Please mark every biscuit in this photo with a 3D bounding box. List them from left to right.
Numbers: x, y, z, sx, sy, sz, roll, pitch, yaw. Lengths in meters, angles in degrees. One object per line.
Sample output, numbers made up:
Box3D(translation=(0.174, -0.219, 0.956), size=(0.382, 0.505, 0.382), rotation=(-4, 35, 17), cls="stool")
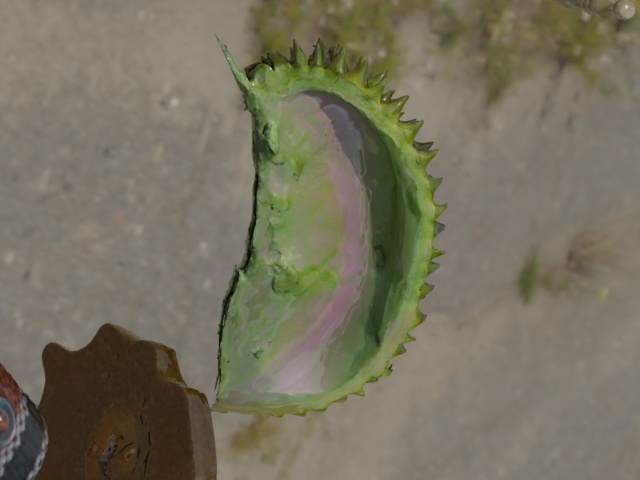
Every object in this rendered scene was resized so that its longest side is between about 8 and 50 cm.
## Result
Box3D(translation=(-0.164, 0.155, 1.385), size=(0.182, 0.215, 0.034), rotation=(-49, 140, 16), cls="biscuit")

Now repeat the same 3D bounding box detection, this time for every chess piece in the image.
Box3D(translation=(0.226, -0.197, 1.454), size=(0.035, 0.092, 0.035), rotation=(-11, 115, -24), cls="chess piece")

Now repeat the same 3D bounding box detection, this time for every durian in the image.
Box3D(translation=(0.000, 0.000, 1.482), size=(0.169, 0.158, 0.352), rotation=(-14, 122, -37), cls="durian")

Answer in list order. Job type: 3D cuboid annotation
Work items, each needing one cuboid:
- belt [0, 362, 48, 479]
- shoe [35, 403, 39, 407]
Box3D(translation=(-0.190, 0.163, 0.688), size=(0.094, 0.126, 0.359), rotation=(57, 17, -33), cls="belt")
Box3D(translation=(-0.342, 0.215, 1.750), size=(0.099, 0.169, 0.071), rotation=(-73, 151, -61), cls="shoe")
